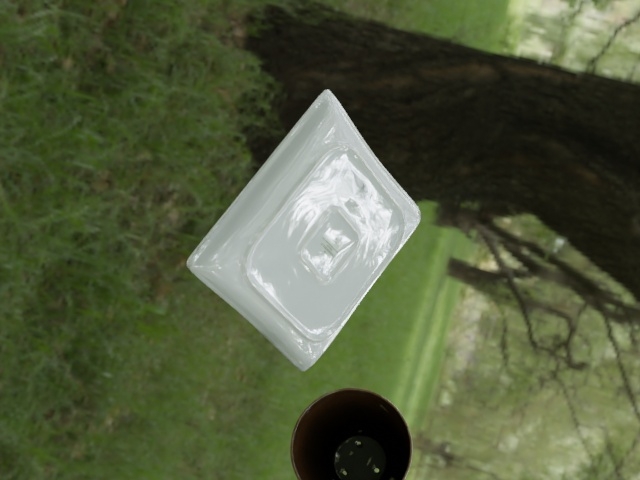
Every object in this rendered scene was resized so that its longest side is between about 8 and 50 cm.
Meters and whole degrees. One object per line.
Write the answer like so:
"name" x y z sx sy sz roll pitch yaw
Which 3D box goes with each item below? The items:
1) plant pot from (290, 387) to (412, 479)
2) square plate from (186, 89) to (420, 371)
"plant pot" 0.064 0.400 1.926 0.230 0.215 0.215 73 34 -71
"square plate" 0.000 0.000 1.630 0.344 0.049 0.347 -52 135 -10
